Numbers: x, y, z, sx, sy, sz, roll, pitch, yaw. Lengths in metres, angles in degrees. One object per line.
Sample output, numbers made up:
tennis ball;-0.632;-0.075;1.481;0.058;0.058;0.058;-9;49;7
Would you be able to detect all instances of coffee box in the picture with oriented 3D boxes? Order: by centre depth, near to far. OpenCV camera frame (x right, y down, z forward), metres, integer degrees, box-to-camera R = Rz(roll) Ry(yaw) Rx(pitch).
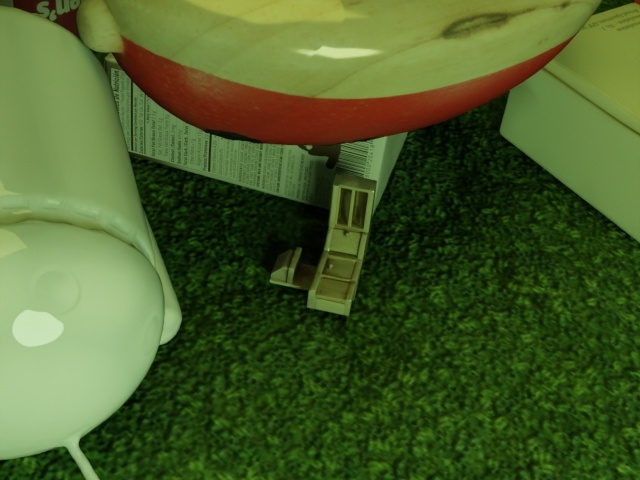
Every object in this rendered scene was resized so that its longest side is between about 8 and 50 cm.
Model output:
coffee box;-0.049;-0.125;0.936;0.247;0.098;0.141;16;41;9

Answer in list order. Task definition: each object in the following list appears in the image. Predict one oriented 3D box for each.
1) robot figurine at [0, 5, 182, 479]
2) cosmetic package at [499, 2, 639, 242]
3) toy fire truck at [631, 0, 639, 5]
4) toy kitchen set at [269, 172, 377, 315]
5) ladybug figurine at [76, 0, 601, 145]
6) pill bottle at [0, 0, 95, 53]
robot figurine;-0.216;-0.009;0.690;0.300;0.200;0.353;18;42;-43
cosmetic package;0.323;-0.076;0.925;0.160;0.113;0.309;-23;49;-30
toy fire truck;0.439;-0.249;1.180;0.192;0.047;0.135;14;43;7
toy kitchen set;0.000;0.000;0.822;0.068;0.075;0.083;11;38;6
ladybug figurine;0.024;-0.189;0.821;0.449;0.161;0.305;-16;46;-27
pill bottle;-0.254;-0.214;0.917;0.121;0.221;0.121;4;43;-4
